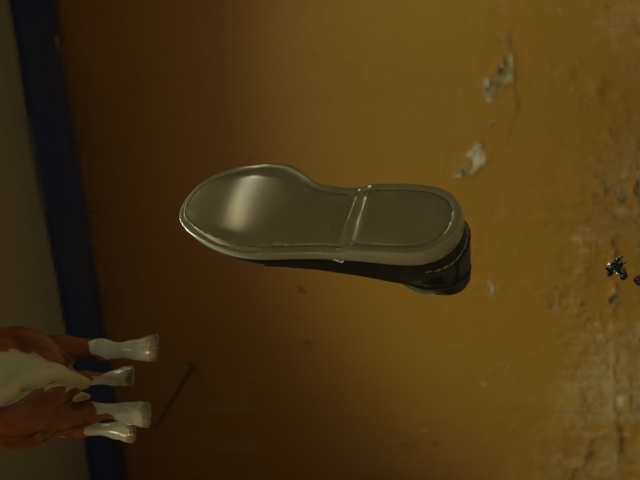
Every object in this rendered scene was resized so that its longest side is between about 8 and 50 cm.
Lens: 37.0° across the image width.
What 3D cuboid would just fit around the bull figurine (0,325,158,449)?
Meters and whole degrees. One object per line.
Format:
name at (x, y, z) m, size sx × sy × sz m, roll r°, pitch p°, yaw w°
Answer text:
bull figurine at (-0.243, 0.128, 0.814) m, size 0.310 × 0.188 × 0.101 m, roll 147°, pitch 125°, yaw -70°

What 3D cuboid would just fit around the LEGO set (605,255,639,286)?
LEGO set at (0.216, 0.032, 0.588) m, size 0.023 × 0.083 × 0.054 m, roll -51°, pitch 6°, yaw -4°

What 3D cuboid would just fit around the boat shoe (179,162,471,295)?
boat shoe at (0.000, 0.000, 0.608) m, size 0.075 × 0.206 × 0.065 m, roll -63°, pitch -37°, yaw -29°
